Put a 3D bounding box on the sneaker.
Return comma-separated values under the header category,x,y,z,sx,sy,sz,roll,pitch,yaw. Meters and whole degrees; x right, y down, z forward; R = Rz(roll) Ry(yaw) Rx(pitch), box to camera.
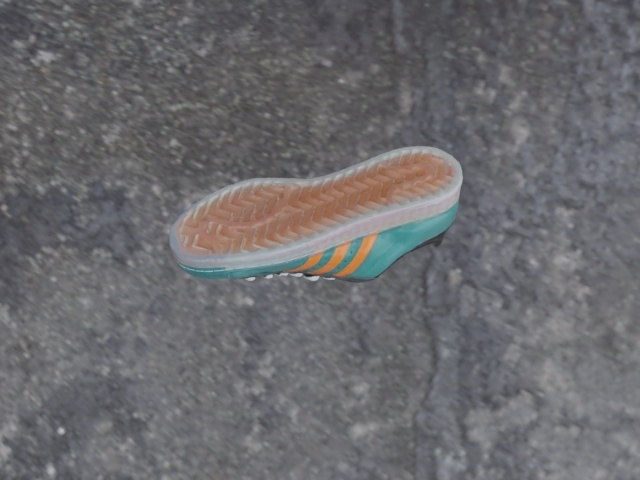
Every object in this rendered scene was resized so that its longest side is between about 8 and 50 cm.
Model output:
category,x,y,z,sx,sy,sz,roll,pitch,yaw
sneaker,0.000,0.000,1.385,0.302,0.108,0.121,-13,138,-11
